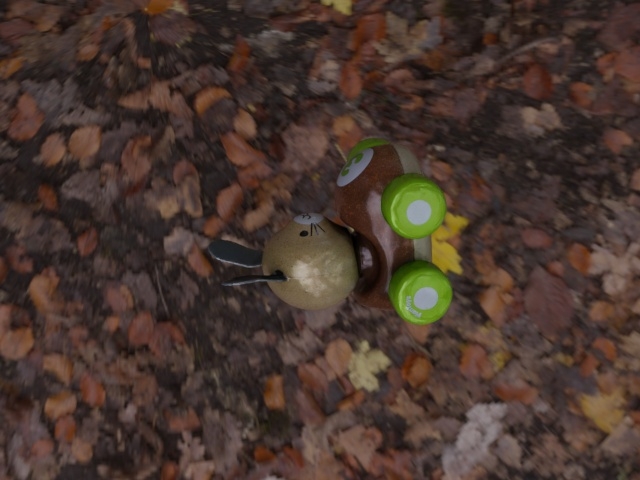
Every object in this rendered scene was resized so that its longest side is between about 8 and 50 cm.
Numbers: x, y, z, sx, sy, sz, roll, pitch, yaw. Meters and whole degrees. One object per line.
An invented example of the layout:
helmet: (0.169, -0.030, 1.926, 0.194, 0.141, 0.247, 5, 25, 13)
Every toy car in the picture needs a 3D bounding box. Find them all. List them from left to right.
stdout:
toy car: (0.000, 0.000, 1.123, 0.188, 0.155, 0.149, -10, 110, -9)
